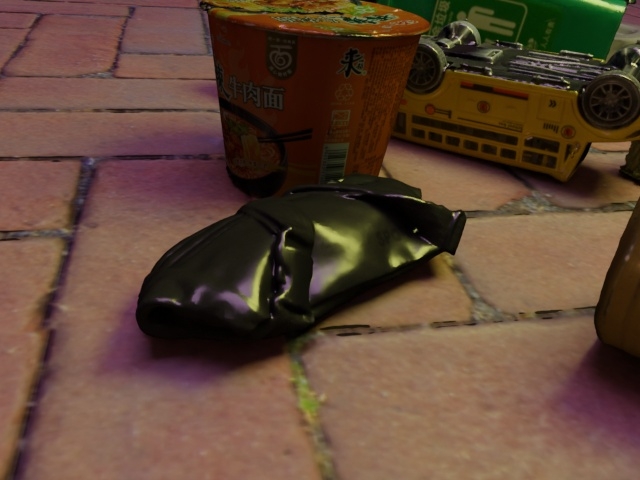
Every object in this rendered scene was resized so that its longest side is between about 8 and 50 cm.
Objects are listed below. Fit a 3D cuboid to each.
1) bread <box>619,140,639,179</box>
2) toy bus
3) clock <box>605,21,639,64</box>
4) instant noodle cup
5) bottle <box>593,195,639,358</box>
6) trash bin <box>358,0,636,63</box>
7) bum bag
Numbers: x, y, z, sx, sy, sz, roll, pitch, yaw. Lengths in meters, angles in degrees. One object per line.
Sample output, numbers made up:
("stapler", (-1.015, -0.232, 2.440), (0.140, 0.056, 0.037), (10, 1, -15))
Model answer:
("bread", (0.459, -0.104, 0.764), (0.140, 0.069, 0.128), (-16, 37, -32))
("toy bus", (0.247, -0.172, 0.768), (0.330, 0.152, 0.144), (19, 38, 27))
("clock", (0.487, -0.388, 1.236), (0.339, 0.102, 0.338), (4, 29, -2))
("instant noodle cup", (-0.011, -0.155, 0.661), (0.231, 0.182, 0.230), (4, 29, -2))
("bottle", (0.362, 0.064, 0.355), (0.351, 0.171, 0.172), (29, 37, 33))
("trash bin", (0.252, -0.330, 0.969), (0.382, 0.259, 0.295), (20, 32, 12))
("bum bag", (0.000, 0.000, 0.496), (0.142, 0.079, 0.326), (25, 35, 37))
